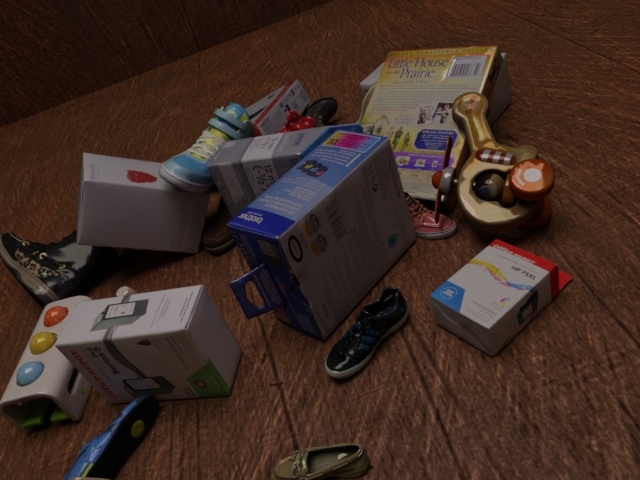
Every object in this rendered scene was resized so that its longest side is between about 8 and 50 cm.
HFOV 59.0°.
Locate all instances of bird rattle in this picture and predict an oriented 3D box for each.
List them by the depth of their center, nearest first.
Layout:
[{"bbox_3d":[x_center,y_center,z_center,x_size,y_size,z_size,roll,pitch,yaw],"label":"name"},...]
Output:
[{"bbox_3d":[-0.042,-0.206,1.489,0.143,0.207,0.253,-45,19,42],"label":"bird rattle"}]

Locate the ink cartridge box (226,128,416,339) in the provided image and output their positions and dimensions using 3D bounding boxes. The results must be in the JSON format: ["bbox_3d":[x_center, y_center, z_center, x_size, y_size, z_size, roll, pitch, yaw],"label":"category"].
[{"bbox_3d":[0.000,0.000,1.114,0.151,0.270,0.395,15,49,41],"label":"ink cartridge box"}]

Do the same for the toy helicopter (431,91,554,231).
[{"bbox_3d":[0.333,-0.171,1.197,0.235,0.140,0.355,-14,58,12],"label":"toy helicopter"}]

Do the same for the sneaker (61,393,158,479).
[{"bbox_3d":[-0.380,0.359,1.014,0.082,0.069,0.209,2,42,34],"label":"sneaker"}]

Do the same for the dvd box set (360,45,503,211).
[{"bbox_3d":[0.239,-0.284,1.391,0.307,0.062,0.420,10,72,36],"label":"dvd box set"}]

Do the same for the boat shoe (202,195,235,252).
[{"bbox_3d":[-0.226,-0.099,1.492,0.110,0.104,0.307,3,42,29],"label":"boat shoe"}]

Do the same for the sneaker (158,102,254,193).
[{"bbox_3d":[-0.269,-0.238,1.383,0.127,0.208,0.319,30,19,2],"label":"sneaker"}]

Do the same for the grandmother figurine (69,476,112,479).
[{"bbox_3d":[-0.347,0.508,0.761,0.104,0.208,0.342,15,43,-20],"label":"grandmother figurine"}]

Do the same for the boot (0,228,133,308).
[{"bbox_3d":[-0.699,0.019,1.545,0.284,0.138,0.377,-40,44,-23],"label":"boot"}]

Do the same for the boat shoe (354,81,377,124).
[{"bbox_3d":[0.148,-0.346,1.580,0.068,0.190,0.072,-5,46,-26],"label":"boat shoe"}]

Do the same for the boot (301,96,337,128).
[{"bbox_3d":[0.013,-0.317,1.684,0.263,0.091,0.229,-42,45,-18],"label":"boot"}]

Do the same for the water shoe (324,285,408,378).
[{"bbox_3d":[0.076,0.161,1.031,0.203,0.080,0.073,-41,40,-25],"label":"water shoe"}]

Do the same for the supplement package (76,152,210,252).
[{"bbox_3d":[-0.450,-0.093,1.424,0.293,0.175,0.177,5,28,-26],"label":"supplement package"}]

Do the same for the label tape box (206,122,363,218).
[{"bbox_3d":[-0.051,-0.118,1.307,0.347,0.249,0.115,-2,40,24],"label":"label tape box"}]

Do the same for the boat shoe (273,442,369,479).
[{"bbox_3d":[-0.003,0.340,0.868,0.153,0.048,0.056,-11,37,14],"label":"boat shoe"}]

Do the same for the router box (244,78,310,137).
[{"bbox_3d":[-0.214,-0.325,1.700,0.301,0.082,0.335,-21,27,32],"label":"router box"}]

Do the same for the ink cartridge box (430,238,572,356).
[{"bbox_3d":[0.326,0.083,1.010,0.231,0.078,0.134,-37,39,-21],"label":"ink cartridge box"}]

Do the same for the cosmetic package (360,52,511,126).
[{"bbox_3d":[0.320,-0.417,1.588,0.365,0.155,0.197,18,52,40],"label":"cosmetic package"}]

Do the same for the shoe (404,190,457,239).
[{"bbox_3d":[0.209,-0.058,1.244,0.178,0.081,0.063,11,47,36],"label":"shoe"}]

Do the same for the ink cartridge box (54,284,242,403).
[{"bbox_3d":[-0.318,0.203,1.071,0.273,0.198,0.115,-9,39,16],"label":"ink cartridge box"}]

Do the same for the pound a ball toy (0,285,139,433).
[{"bbox_3d":[-0.521,0.221,1.203,0.208,0.136,0.319,-15,37,8],"label":"pound a ball toy"}]
